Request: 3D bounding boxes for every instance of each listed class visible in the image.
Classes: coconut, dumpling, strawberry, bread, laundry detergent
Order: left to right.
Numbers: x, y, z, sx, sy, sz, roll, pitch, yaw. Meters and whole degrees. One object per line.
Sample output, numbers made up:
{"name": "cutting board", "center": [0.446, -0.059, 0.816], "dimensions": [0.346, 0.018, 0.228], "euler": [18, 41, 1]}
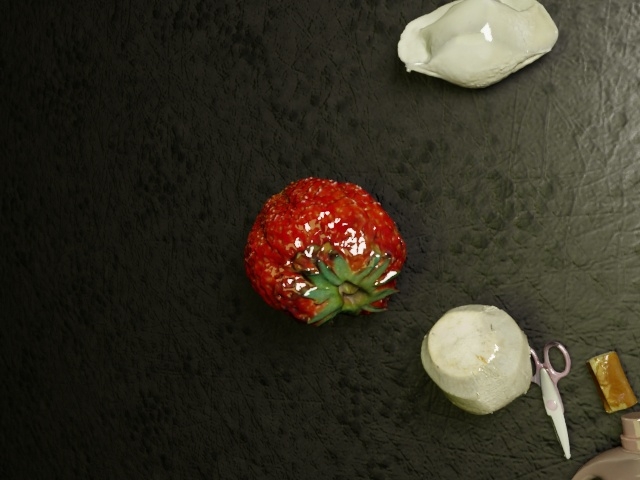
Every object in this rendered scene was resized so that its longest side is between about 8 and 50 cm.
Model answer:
{"name": "strawberry", "center": [0.000, 0.000, 1.047], "dimensions": [0.239, 0.250, 0.288], "euler": [-59, 38, 29]}
{"name": "dumpling", "center": [0.245, -0.325, 0.935], "dimensions": [0.215, 0.126, 0.167], "euler": [-15, 58, 43]}
{"name": "coconut", "center": [0.247, 0.185, 0.934], "dimensions": [0.161, 0.162, 0.161], "euler": [-18, 55, 27]}
{"name": "bread", "center": [0.425, 0.208, 0.883], "dimensions": [0.046, 0.036, 0.083], "euler": [-25, 81, 29]}
{"name": "laundry detergent", "center": [0.433, 0.371, 0.862], "dimensions": [0.171, 0.076, 0.237], "euler": [-15, 84, 34]}

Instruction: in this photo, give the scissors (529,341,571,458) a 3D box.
{"name": "scissors", "center": [0.361, 0.248, 0.936], "dimensions": [0.085, 0.022, 0.176], "euler": [-19, 80, 35]}
